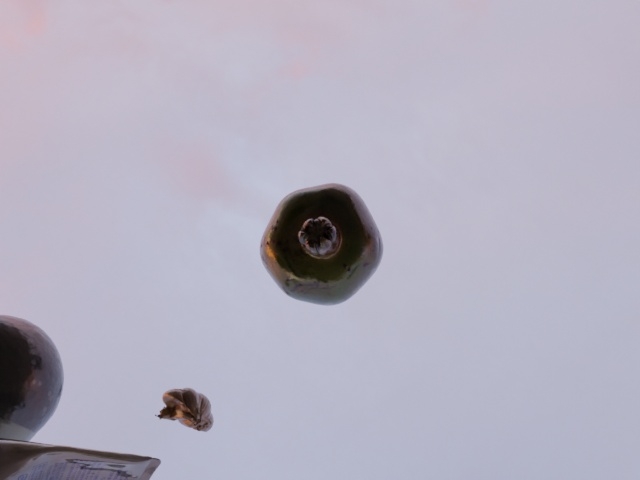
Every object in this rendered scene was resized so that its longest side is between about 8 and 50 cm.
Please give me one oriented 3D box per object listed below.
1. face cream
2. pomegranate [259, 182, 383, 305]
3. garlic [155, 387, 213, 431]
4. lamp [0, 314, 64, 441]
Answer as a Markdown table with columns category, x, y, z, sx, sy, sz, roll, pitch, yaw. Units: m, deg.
| category | x | y | z | sx | sy | sz | roll | pitch | yaw |
| --- | --- | --- | --- | --- | --- | --- | --- | --- | --- |
| face cream | -0.305 | 0.267 | 0.867 | 0.224 | 0.114 | 0.070 | 12 | -139 | -28 |
| pomegranate | 0.000 | 0.000 | 1.068 | 0.179 | 0.210 | 0.180 | -1 | -100 | 6 |
| garlic | -0.253 | 0.326 | 1.479 | 0.094 | 0.113 | 0.074 | -20 | -142 | 51 |
| lamp | -0.443 | 0.255 | 1.015 | 0.181 | 0.182 | 0.314 | -4 | -107 | 14 |
